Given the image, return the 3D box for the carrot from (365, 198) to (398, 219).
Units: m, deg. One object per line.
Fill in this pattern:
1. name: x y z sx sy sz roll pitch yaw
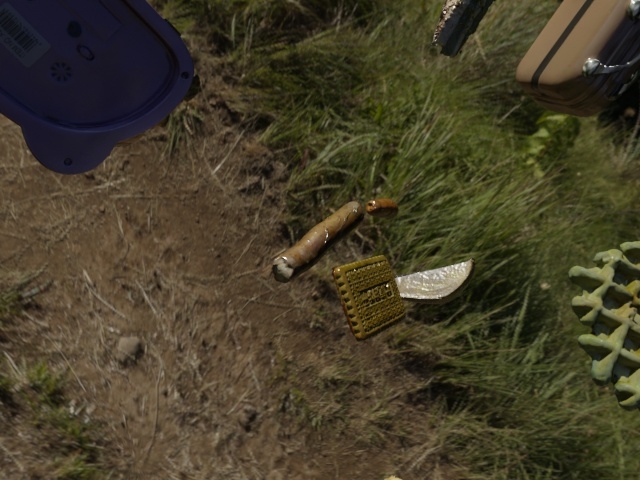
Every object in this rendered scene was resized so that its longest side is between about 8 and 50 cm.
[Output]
1. carrot: 0.172 -0.089 1.741 0.060 0.186 0.060 0 90 21

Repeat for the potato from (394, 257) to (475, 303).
1. potato: 0.299 0.138 1.693 0.261 0.120 0.100 -14 54 20

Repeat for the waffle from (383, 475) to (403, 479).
1. waffle: 0.070 0.491 0.836 0.091 0.213 0.308 14 31 21

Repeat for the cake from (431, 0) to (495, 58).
1. cake: 0.177 -0.290 0.767 0.051 0.055 0.140 28 100 -34

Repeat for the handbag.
1. handbag: 0.581 -0.403 1.304 0.149 0.283 0.302 30 103 -28

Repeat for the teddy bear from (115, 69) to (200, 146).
1. teddy bear: -0.260 -0.201 0.847 0.177 0.190 0.140 30 37 -48

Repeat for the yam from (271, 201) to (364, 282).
1. yam: 0.000 0.000 1.145 0.057 0.057 0.241 49 51 4

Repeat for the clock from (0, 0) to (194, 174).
1. clock: -0.156 -0.116 0.353 0.110 0.050 0.152 -48 124 -4

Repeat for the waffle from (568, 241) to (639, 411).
1. waffle: 0.542 0.134 0.970 0.309 0.056 0.292 -11 72 -13

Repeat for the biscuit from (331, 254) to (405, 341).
1. biscuit: 0.118 0.124 1.443 0.254 0.029 0.172 -12 82 -59
